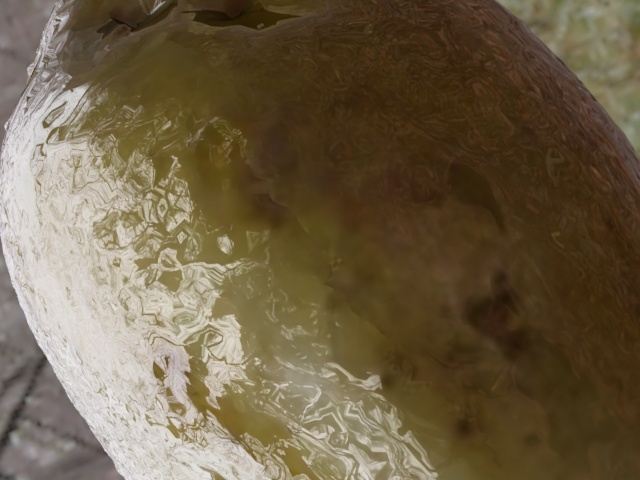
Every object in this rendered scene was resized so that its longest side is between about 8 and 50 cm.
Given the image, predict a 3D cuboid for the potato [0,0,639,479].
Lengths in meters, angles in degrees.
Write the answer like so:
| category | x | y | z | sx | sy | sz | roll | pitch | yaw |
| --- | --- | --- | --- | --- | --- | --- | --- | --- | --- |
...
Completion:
| category | x | y | z | sx | sy | sz | roll | pitch | yaw |
| --- | --- | --- | --- | --- | --- | --- | --- | --- | --- |
| potato | 0.000 | 0.000 | 0.585 | 0.285 | 0.242 | 0.243 | -81 | -31 | -58 |
